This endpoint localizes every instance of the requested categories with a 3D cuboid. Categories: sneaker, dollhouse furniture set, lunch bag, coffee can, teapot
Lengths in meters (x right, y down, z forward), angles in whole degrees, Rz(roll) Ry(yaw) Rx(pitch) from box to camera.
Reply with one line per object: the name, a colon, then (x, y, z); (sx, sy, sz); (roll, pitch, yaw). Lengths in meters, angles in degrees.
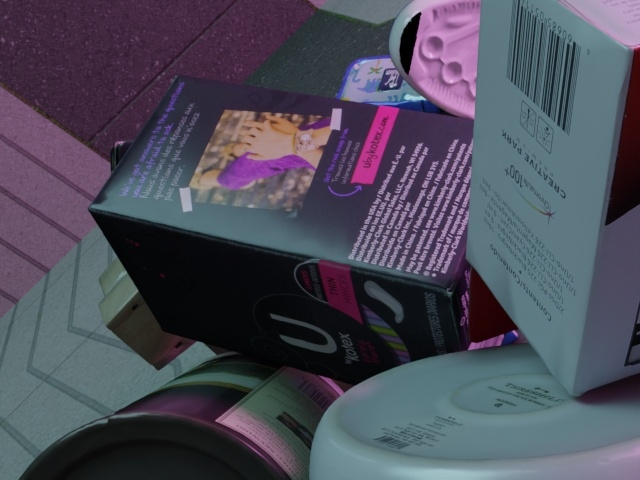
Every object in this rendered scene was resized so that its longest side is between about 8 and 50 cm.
sneaker: (0.172, -0.212, 1.124); (0.236, 0.323, 0.130); (44, 127, 56)
dollhouse furniture set: (-0.076, 0.038, 1.095); (0.198, 0.286, 0.303); (-42, 30, 1)
lunch bag: (0.098, -0.165, 1.207); (0.129, 0.096, 0.151); (-1, 20, 26)
coffee can: (-0.075, 0.194, 0.744); (0.201, 0.201, 0.275); (-40, -4, 8)
teapot: (0.120, 0.171, 0.578); (0.253, 0.187, 0.256); (-6, 8, 15)

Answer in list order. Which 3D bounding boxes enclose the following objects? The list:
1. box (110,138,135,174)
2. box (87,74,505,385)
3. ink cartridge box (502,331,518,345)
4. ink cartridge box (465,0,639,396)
box: (-0.013, -0.062, 1.091); (0.395, 0.097, 0.318); (-4, 2, -11)
box: (0.000, 0.000, 0.771); (0.270, 0.165, 0.143); (12, 57, 24)
ink cartridge box: (0.097, 0.087, 0.944); (0.122, 0.052, 0.088); (-42, 54, 6)
ink cartridge box: (0.246, -0.043, 0.585); (0.309, 0.271, 0.130); (-15, 40, -15)
